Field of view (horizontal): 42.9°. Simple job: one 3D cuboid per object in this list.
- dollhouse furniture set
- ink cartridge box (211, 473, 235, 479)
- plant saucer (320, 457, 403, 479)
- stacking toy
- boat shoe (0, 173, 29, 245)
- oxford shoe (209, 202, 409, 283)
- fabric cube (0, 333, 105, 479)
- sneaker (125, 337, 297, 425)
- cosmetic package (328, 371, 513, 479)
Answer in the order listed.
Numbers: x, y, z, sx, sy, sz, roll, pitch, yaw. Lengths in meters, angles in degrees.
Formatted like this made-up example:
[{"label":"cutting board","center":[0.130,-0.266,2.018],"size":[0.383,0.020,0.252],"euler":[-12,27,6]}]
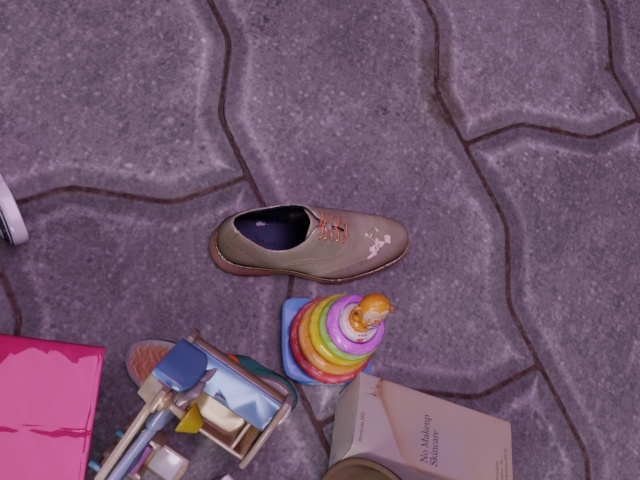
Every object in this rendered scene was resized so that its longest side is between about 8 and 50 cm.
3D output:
[{"label":"dollhouse furniture set","center":[-0.204,0.313,1.204],"size":[0.198,0.303,0.286],"euler":[35,100,0]},{"label":"ink cartridge box","center":[-0.134,0.546,1.312],"size":[0.273,0.115,0.198],"euler":[47,65,1]},{"label":"plant saucer","center":[0.088,0.494,1.333],"size":[0.041,0.278,0.277],"euler":[0,70,-43]},{"label":"stacking toy","center":[0.052,0.149,1.410],"size":[0.175,0.302,0.165],"euler":[3,70,-19]},{"label":"boat shoe","center":[-0.606,-0.103,1.385],"size":[0.102,0.108,0.301],"euler":[-32,81,-25]},{"label":"oxford shoe","center":[0.000,0.000,1.530],"size":[0.397,0.146,0.140],"euler":[-4,73,-20]},{"label":"fabric cube","center":[-0.475,0.287,1.211],"size":[0.258,0.254,0.258],"euler":[10,69,-16]},{"label":"sneaker","center":[-0.186,0.244,1.417],"size":[0.302,0.121,0.108],"euler":[18,92,7]},{"label":"cosmetic package","center":[0.182,0.369,1.461],"size":[0.310,0.113,0.160],"euler":[20,46,-13]}]
